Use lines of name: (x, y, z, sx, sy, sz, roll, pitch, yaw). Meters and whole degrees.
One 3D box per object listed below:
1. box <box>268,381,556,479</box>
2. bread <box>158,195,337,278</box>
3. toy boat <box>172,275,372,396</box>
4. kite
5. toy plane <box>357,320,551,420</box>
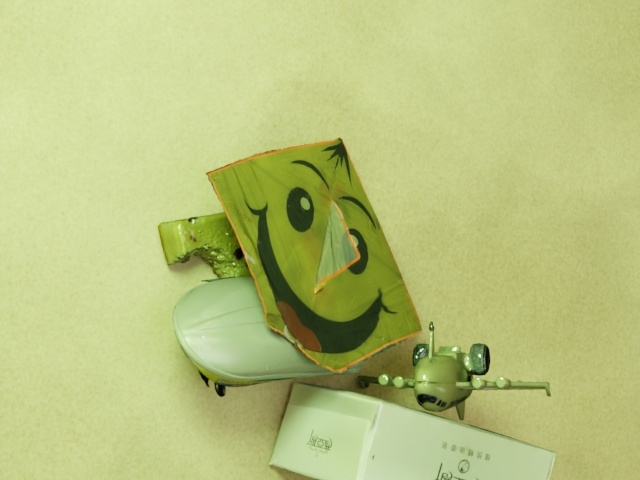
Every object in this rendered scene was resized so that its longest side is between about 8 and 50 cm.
box: (0.112, 0.265, 2.136, 0.274, 0.203, 0.116, 19, 84, -31)
bread: (-0.081, 0.002, 2.111, 0.226, 0.049, 0.088, -12, 94, -31)
toy boat: (-0.072, 0.112, 2.072, 0.269, 0.141, 0.141, -8, 94, -34)
kite: (0.002, -0.001, 2.097, 0.377, 0.013, 0.327, 38, 46, -30)
toy plane: (0.153, 0.169, 2.134, 0.256, 0.242, 0.104, 45, 48, -68)
